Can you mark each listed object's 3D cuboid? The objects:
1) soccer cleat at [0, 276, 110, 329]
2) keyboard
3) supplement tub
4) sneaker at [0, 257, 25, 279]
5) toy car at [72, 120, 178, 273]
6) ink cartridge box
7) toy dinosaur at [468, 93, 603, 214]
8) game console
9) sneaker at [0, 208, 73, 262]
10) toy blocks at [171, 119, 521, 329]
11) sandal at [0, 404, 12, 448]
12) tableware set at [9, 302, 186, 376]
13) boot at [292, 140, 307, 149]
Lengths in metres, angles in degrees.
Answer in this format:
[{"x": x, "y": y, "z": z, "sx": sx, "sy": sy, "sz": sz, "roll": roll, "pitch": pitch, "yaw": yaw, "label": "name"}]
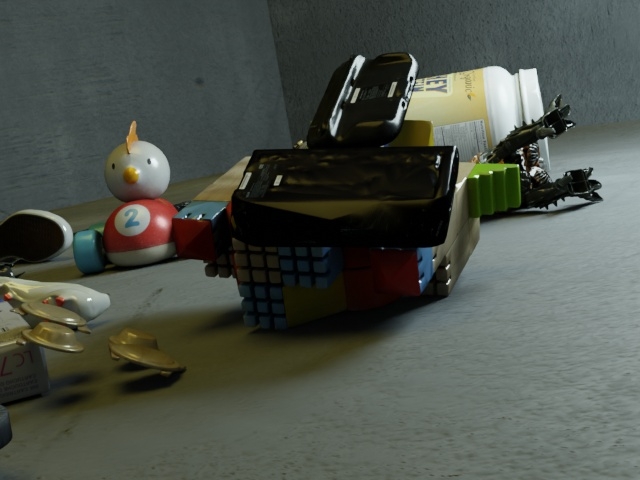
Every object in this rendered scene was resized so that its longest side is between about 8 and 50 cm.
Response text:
[{"x": -0.351, "y": 0.081, "z": 1.303, "sx": 0.196, "sy": 0.068, "sz": 0.076, "roll": 4, "pitch": 9, "yaw": 34, "label": "soccer cleat"}, {"x": -0.413, "y": -0.049, "z": 2.418, "sx": 0.201, "sy": 0.033, "sz": 0.317, "roll": -12, "pitch": 6, "yaw": 32, "label": "keyboard"}, {"x": 0.256, "y": -0.197, "z": 1.927, "sx": 0.316, "sy": 0.228, "sz": 0.228, "roll": -8, "pitch": 8, "yaw": 13, "label": "supplement tub"}, {"x": -0.545, "y": 0.062, "z": 1.702, "sx": 0.089, "sy": 0.051, "sz": 0.170, "roll": -15, "pitch": 5, "yaw": -2, "label": "sneaker"}, {"x": -0.312, "y": -0.084, "z": 1.776, "sx": 0.219, "sy": 0.238, "sz": 0.210, "roll": -10, "pitch": 8, "yaw": 3, "label": "toy car"}, {"x": -0.392, "y": 0.120, "z": 1.054, "sx": 0.186, "sy": 0.065, "sz": 0.311, "roll": -13, "pitch": 11, "yaw": -22, "label": "ink cartridge box"}, {"x": 0.296, "y": -0.091, "z": 1.588, "sx": 0.218, "sy": 0.164, "sz": 0.322, "roll": -22, "pitch": 19, "yaw": 31, "label": "toy dinosaur"}, {"x": 0.047, "y": -0.109, "z": 1.102, "sx": 0.213, "sy": 0.044, "sz": 0.361, "roll": 1, "pitch": 37, "yaw": 15, "label": "game console"}, {"x": -0.581, "y": -0.016, "z": 2.101, "sx": 0.290, "sy": 0.106, "sz": 0.123, "roll": -6, "pitch": 11, "yaw": 37, "label": "sneaker"}, {"x": 0.000, "y": 0.000, "z": 1.120, "sx": 0.381, "sy": 0.190, "sz": 0.261, "roll": 3, "pitch": 25, "yaw": 22, "label": "toy blocks"}, {"x": -0.309, "y": 0.161, "z": 0.741, "sx": 0.254, "sy": 0.054, "sz": 0.097, "roll": -16, "pitch": -4, "yaw": 34, "label": "sandal"}, {"x": -0.206, "y": 0.092, "z": 0.960, "sx": 0.169, "sy": 0.020, "sz": 0.141, "roll": 17, "pitch": 3, "yaw": -11, "label": "tableware set"}, {"x": 0.025, "y": -0.183, "z": 2.434, "sx": 0.377, "sy": 0.138, "sz": 0.284, "roll": -11, "pitch": 8, "yaw": -41, "label": "boot"}]
